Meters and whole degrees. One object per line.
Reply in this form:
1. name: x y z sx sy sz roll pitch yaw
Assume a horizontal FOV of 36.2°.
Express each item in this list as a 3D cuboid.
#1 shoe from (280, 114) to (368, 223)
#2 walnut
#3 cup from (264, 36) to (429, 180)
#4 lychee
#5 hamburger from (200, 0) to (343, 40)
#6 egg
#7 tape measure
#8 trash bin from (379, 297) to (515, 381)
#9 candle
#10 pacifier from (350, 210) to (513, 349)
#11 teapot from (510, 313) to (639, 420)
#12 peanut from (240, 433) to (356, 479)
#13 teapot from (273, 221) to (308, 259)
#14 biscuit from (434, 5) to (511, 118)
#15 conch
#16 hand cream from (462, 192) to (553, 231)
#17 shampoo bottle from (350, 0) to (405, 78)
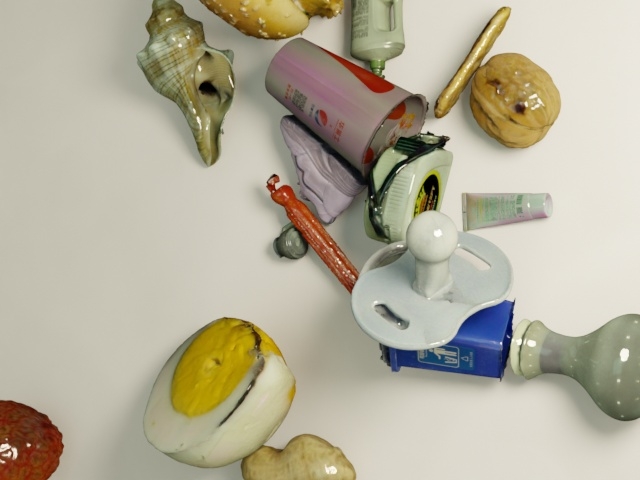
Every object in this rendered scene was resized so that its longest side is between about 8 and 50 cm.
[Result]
1. shoe: -0.011 -0.150 1.995 0.245 0.095 0.137 48 120 26
2. walnut: 0.354 -0.262 1.809 0.155 0.155 0.184 -46 69 14
3. cup: 0.041 -0.272 1.919 0.288 0.203 0.203 36 100 22
4. lychee: -0.725 0.486 2.172 0.300 0.255 0.255 -15 78 9
5. hamburger: -0.081 -0.522 1.931 0.287 0.445 0.268 34 98 -6
6. egg: -0.180 0.326 1.947 0.337 0.201 0.337 -34 30 23
7. tape measure: 0.158 -0.106 1.850 0.115 0.207 0.235 15 93 28
8. trash bin: 0.235 0.153 1.803 0.235 0.162 0.184 10 52 18
9. candle: 0.000 0.000 1.980 0.329 0.051 0.048 52 123 13
10. pacifier: 0.179 0.040 1.652 0.299 0.233 0.244 -33 53 -26
11. teapot: 0.464 0.207 1.702 0.251 0.183 0.183 7 87 35
12. peanut: -0.049 0.455 1.931 0.253 0.122 0.137 -14 69 27
13. teapot: -0.064 0.000 2.021 0.057 0.066 0.088 -14 56 40
14. biscuit: 0.290 -0.336 1.860 0.029 0.118 0.247 35 99 12
15. conch: -0.280 -0.363 2.112 0.203 0.169 0.386 -20 118 -2
16. hand cream: 0.348 -0.061 1.848 0.174 0.047 0.076 -5 83 33
17. shampoo bottle: 0.115 -0.435 1.967 0.118 0.087 0.234 -3 84 28
